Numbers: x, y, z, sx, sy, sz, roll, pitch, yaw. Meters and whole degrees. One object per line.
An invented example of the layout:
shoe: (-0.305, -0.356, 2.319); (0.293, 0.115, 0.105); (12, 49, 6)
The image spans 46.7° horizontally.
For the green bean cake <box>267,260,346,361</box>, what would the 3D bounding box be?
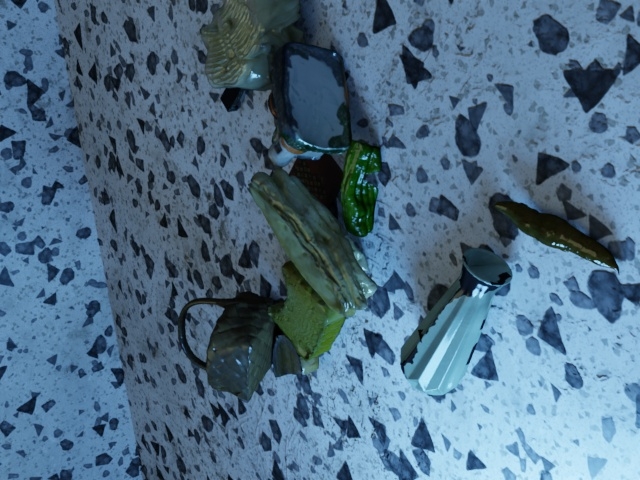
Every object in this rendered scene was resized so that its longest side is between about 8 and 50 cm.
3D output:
green bean cake: (-0.031, 0.188, 2.119); (0.233, 0.124, 0.236); (48, 138, 28)

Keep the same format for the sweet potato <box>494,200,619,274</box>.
sweet potato: (0.459, -0.012, 1.440); (0.274, 0.067, 0.067); (34, 130, 34)

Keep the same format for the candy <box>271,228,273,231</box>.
candy: (-0.058, -0.017, 2.086); (0.160, 0.092, 0.073); (48, 133, 32)

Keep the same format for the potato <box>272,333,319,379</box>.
potato: (-0.075, 0.344, 2.271); (0.243, 0.098, 0.138); (-25, 80, 62)

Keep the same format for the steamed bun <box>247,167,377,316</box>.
steamed bun: (0.000, 0.000, 1.904); (0.428, 0.189, 0.247); (52, 156, 9)

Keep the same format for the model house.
model house: (-0.070, -0.303, 1.861); (0.301, 0.190, 0.271); (-34, 59, 59)

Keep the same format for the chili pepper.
chili pepper: (0.094, -0.128, 1.837); (0.083, 0.099, 0.253); (40, 134, 49)

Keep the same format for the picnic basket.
picnic basket: (-0.307, 0.304, 2.320); (0.337, 0.337, 0.293); (32, 128, 42)

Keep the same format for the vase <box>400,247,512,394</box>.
vase: (0.300, 0.187, 1.667); (0.165, 0.165, 0.360); (46, 133, 31)

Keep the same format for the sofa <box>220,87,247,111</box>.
sofa: (-0.254, -0.440, 2.212); (0.060, 0.039, 0.118); (62, 144, 15)

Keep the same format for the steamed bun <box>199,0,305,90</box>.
steamed bun: (-0.154, -0.524, 1.907); (0.320, 0.206, 0.275); (-39, 66, 43)

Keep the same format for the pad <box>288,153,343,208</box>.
pad: (-0.025, -0.155, 2.063); (0.181, 0.004, 0.267); (55, 141, 21)
